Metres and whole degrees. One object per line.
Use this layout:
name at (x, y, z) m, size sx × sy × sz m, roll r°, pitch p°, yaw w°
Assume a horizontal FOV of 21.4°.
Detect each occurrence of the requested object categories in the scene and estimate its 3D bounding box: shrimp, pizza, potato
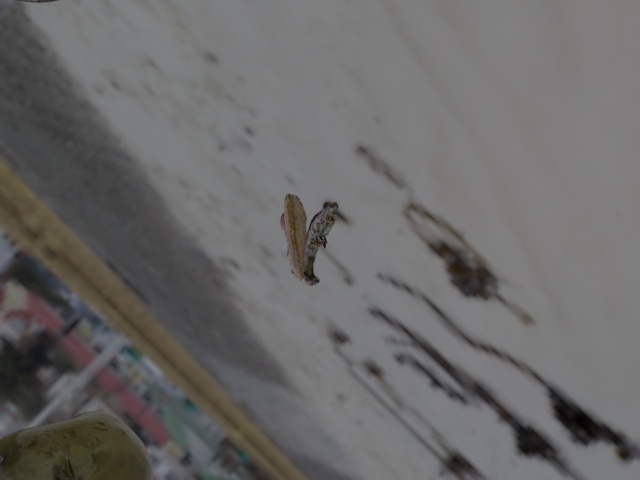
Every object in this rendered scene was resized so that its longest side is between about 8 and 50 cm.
shrimp at (0.000, 0.000, 1.913) m, size 0.025 × 0.091 × 0.127 m, roll 12°, pitch 151°, yaw -8°
pizza at (-0.034, 0.000, 2.034) m, size 0.100 × 0.029 × 0.099 m, roll 52°, pitch -146°, yaw -75°
potato at (-0.246, 0.235, 1.588) m, size 0.154 × 0.137 × 0.200 m, roll -1°, pitch -176°, yaw 40°

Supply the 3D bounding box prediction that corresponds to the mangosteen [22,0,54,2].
mangosteen at (-0.259, -0.361, 1.631) m, size 0.235 × 0.261 × 0.235 m, roll 45°, pitch -164°, yaw -17°
